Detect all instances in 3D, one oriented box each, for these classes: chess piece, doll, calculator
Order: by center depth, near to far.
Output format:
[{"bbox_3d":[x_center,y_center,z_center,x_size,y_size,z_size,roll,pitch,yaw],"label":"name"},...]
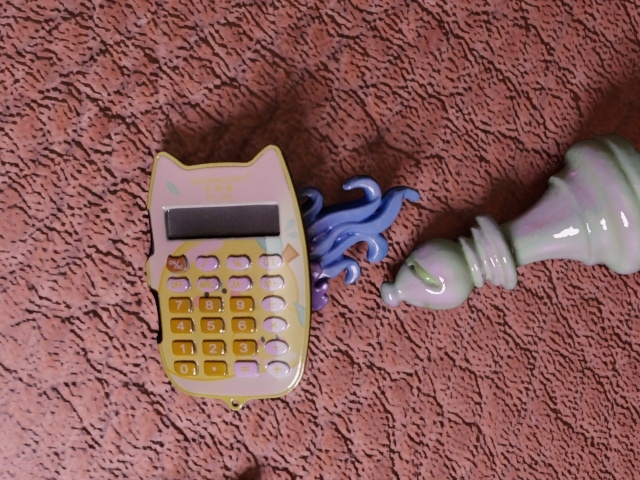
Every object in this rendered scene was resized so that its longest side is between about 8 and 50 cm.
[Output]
[{"bbox_3d":[-0.081,0.035,1.102,0.157,0.033,0.236,-1,94,18],"label":"calculator"},{"bbox_3d":[0.000,0.000,1.142,0.206,0.067,0.110,-32,104,-4],"label":"doll"},{"bbox_3d":[0.184,0.004,1.182,0.272,0.139,0.139,-22,98,-5],"label":"chess piece"}]

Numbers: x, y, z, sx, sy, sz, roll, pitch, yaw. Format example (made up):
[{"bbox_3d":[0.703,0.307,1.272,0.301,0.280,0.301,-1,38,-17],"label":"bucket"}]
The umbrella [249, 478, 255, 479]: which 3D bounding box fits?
[{"bbox_3d":[-0.166,0.275,1.100,0.248,0.071,0.070,-15,96,-15],"label":"umbrella"}]
